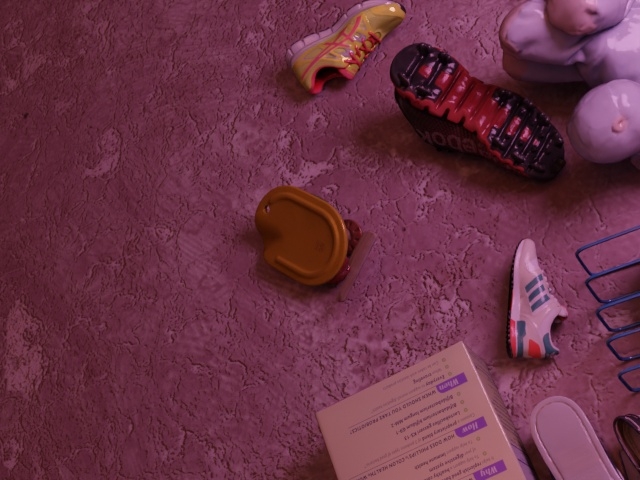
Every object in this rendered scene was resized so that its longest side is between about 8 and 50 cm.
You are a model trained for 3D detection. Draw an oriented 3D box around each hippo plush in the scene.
[{"bbox_3d":[0.382,-0.202,1.176,0.294,0.234,0.237,-10,80,-23],"label":"hippo plush"}]

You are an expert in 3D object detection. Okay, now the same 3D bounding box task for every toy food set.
[{"bbox_3d":[0.000,0.000,1.330,0.217,0.071,0.128,30,108,34],"label":"toy food set"}]

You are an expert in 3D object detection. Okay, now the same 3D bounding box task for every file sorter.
[{"bbox_3d":[0.385,0.080,1.075,0.104,0.118,0.170,-22,62,20],"label":"file sorter"}]

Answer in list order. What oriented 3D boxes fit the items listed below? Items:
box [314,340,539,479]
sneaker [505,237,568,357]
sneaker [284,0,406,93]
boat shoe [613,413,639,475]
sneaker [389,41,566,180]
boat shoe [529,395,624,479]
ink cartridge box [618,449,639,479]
[{"bbox_3d":[0.142,0.286,1.107,0.213,0.117,0.243,-29,59,12],"label":"box"},{"bbox_3d":[0.282,0.077,1.170,0.075,0.057,0.161,5,70,10],"label":"sneaker"},{"bbox_3d":[0.049,-0.300,1.424,0.208,0.081,0.094,-29,67,20],"label":"sneaker"},{"bbox_3d":[0.374,0.250,1.019,0.046,0.038,0.125,-55,39,35],"label":"boat shoe"},{"bbox_3d":[0.216,-0.166,1.272,0.276,0.135,0.098,33,73,9],"label":"sneaker"},{"bbox_3d":[0.316,0.304,1.038,0.095,0.079,0.255,-32,57,13],"label":"boat shoe"},{"bbox_3d":[0.443,0.298,0.977,0.208,0.045,0.206,-37,52,44],"label":"ink cartridge box"}]
